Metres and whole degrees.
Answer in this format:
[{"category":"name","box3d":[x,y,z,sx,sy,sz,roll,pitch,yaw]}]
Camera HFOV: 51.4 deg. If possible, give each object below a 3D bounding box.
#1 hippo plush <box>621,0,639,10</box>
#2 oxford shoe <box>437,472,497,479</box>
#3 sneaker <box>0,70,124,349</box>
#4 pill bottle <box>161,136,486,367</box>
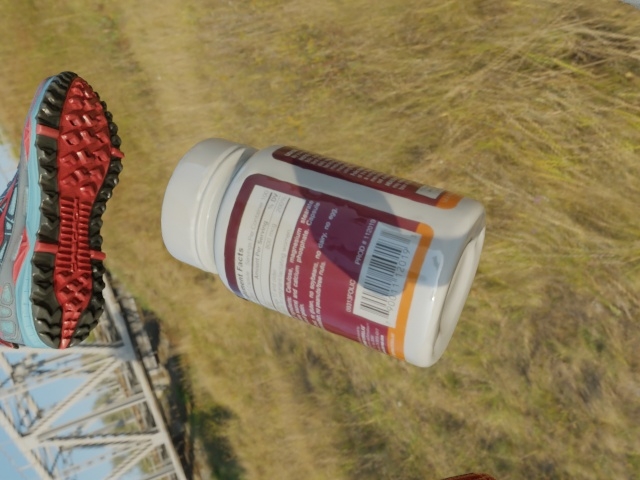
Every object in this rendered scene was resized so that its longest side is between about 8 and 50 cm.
[{"category":"hippo plush","box3d":[0.330,-0.225,0.412,0.294,0.236,0.234,34,154,-28]},{"category":"oxford shoe","box3d":[0.069,0.212,0.356,0.271,0.097,0.098,-23,-88,-74]},{"category":"sneaker","box3d":[-0.267,-0.033,0.607,0.104,0.125,0.261,36,-127,-62]},{"category":"pill bottle","box3d":[0.000,0.000,0.891,0.392,0.224,0.224,19,138,21]}]
